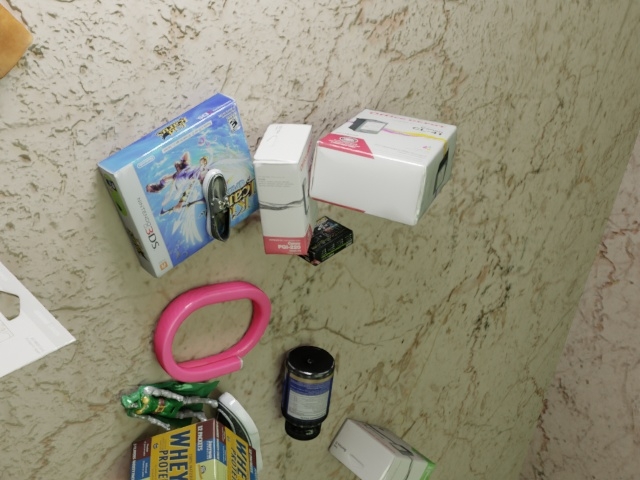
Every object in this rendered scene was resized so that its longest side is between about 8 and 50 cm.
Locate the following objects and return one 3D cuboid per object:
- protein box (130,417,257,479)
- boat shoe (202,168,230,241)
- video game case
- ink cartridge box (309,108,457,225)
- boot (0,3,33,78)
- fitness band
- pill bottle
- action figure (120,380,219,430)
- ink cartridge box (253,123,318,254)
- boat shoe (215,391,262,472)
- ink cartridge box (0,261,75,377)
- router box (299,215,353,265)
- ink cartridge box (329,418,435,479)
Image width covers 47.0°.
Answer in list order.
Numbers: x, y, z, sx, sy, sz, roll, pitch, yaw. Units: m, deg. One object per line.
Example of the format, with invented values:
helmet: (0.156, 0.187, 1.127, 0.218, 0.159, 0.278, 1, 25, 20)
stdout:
protein box: (-0.265, 0.501, 1.569, 0.201, 0.136, 0.200, -19, 139, 13)
boat shoe: (-0.185, -0.063, 1.356, 0.049, 0.040, 0.142, -25, 131, -36)
video game case: (-0.242, -0.100, 1.354, 0.269, 0.061, 0.244, -37, 137, -26)
ink cartridge box: (0.138, -0.161, 1.515, 0.306, 0.226, 0.131, -48, 148, -58)
boot: (-0.540, -0.274, 0.930, 0.264, 0.096, 0.280, -54, 149, -20)
fitness band: (-0.223, 0.192, 1.564, 0.290, 0.054, 0.209, -8, 119, -46)
pill bottle: (-0.035, 0.383, 1.830, 0.122, 0.122, 0.219, -18, 126, -40)
action figure: (-0.323, 0.347, 1.551, 0.232, 0.063, 0.137, 20, 101, -47)
ink cartridge box: (-0.064, -0.102, 1.466, 0.159, 0.092, 0.218, -75, 163, -53)
boat shoe: (-0.210, 0.476, 1.721, 0.102, 0.108, 0.301, -36, 142, -29)
ink cartridge box: (-0.520, 0.147, 1.020, 0.261, 0.296, 0.066, -26, 131, -35)
router box: (0.000, 0.000, 1.652, 0.122, 0.092, 0.038, -30, 133, -31)
ink cartridge box: (0.184, 0.639, 2.166, 0.273, 0.198, 0.115, 31, 89, -52)
